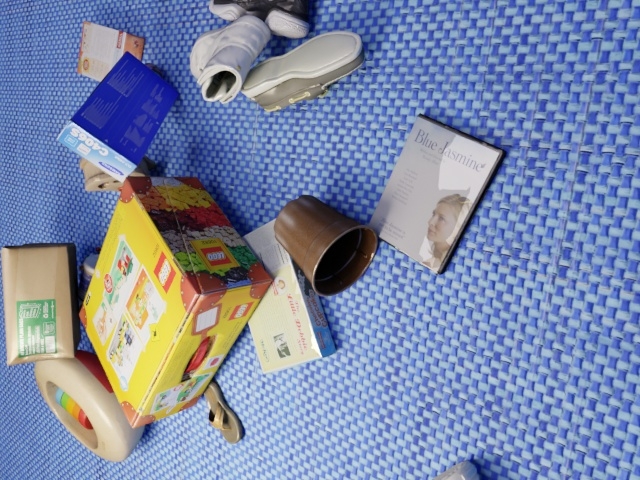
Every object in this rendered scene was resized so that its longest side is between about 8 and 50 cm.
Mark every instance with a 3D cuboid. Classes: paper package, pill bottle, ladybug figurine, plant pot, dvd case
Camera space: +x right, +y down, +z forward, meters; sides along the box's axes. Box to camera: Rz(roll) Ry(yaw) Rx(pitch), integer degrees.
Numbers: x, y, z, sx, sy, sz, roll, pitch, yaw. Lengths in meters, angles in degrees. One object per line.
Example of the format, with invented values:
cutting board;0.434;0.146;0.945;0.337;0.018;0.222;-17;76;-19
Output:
paper package;-0.807;0.168;1.461;0.309;0.168;0.324;180;88;-68
pill bottle;-0.681;0.147;1.534;0.112;0.112;0.186;35;116;29
ladybug figurine;-0.685;0.470;1.504;0.449;0.162;0.305;28;127;25
plant pot;0.000;0.000;1.017;0.165;0.167;0.166;40;115;36
dvd case;0.207;-0.087;0.937;0.180;0.022;0.253;34;111;30

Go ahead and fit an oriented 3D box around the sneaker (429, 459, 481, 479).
sneaker;0.180;0.565;0.930;0.366;0.135;0.150;-49;63;28

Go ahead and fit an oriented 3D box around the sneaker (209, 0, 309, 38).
sneaker;-0.124;-0.546;1.103;0.269;0.101;0.153;23;106;26

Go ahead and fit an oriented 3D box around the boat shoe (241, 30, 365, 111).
boat shoe;-0.030;-0.347;1.051;0.305;0.091;0.109;-6;59;35

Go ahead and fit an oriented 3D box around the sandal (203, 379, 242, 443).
sandal;-0.266;0.448;1.295;0.072;0.049;0.180;-46;67;29

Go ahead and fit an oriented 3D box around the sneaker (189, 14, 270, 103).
sneaker;-0.244;-0.385;1.130;0.293;0.108;0.169;-4;57;52

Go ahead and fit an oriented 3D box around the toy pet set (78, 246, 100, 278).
toy pet set;-0.760;0.095;1.618;0.122;0.065;0.114;-31;75;33

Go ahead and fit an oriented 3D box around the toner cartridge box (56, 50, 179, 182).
toner cartridge box;-0.475;-0.309;1.214;0.075;0.165;0.347;-36;31;33

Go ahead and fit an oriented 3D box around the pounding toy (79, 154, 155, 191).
pounding toy;-0.528;-0.148;1.320;0.154;0.269;0.154;-18;81;2

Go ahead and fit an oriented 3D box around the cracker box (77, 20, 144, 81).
cracker box;-0.623;-0.545;1.478;0.232;0.067;0.155;27;109;32

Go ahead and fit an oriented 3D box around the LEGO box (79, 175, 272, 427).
LEGO box;-0.384;0.147;1.230;0.372;0.193;0.500;51;126;26

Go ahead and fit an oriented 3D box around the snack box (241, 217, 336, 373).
snack box;-0.097;0.128;1.145;0.187;0.060;0.321;-25;78;36

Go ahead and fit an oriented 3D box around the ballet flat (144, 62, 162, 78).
ballet flat;-0.518;-0.402;1.416;0.221;0.077;0.079;-54;45;20
